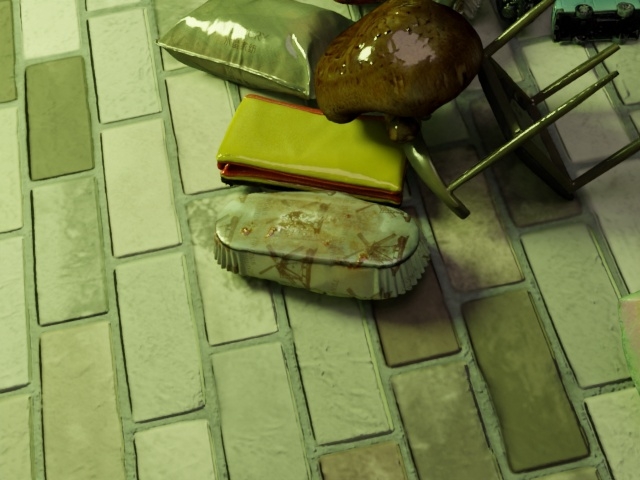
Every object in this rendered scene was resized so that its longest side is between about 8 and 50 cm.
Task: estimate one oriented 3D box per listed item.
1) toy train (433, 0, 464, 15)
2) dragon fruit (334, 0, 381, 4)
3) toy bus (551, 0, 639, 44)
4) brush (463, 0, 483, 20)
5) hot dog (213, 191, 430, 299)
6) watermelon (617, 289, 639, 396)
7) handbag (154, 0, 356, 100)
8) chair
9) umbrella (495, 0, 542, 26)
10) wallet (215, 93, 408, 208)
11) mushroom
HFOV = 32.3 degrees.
[{"bbox_3d":[0.141,-0.314,1.524,0.080,0.125,0.194,18,57,22],"label":"toy train"},{"bbox_3d":[0.057,-0.422,1.578,0.172,0.172,0.209,-4,14,2],"label":"dragon fruit"},{"bbox_3d":[0.383,-0.319,1.544,0.122,0.060,0.075,-2,49,1],"label":"toy bus"},{"bbox_3d":[0.194,-0.438,1.641,0.013,0.103,0.272,8,38,-30],"label":"brush"},{"bbox_3d":[0.000,0.000,1.339,0.267,0.075,0.144,10,51,16],"label":"hot dog"},{"bbox_3d":[0.509,0.160,1.112,0.222,0.319,0.292,-16,91,-41],"label":"watermelon"},{"bbox_3d":[-0.075,-0.283,1.531,0.270,0.117,0.182,21,48,25],"label":"handbag"},{"bbox_3d":[0.256,-0.150,1.375,0.272,0.166,0.188,-33,50,23],"label":"chair"},{"bbox_3d":[0.316,-0.393,1.599,0.071,0.080,0.224,6,44,24],"label":"umbrella"},{"bbox_3d":[-0.003,-0.116,1.436,0.241,0.067,0.141,10,51,7],"label":"wallet"},{"bbox_3d":[0.088,-0.226,1.356,0.231,0.138,0.194,-7,52,45],"label":"mushroom"}]
